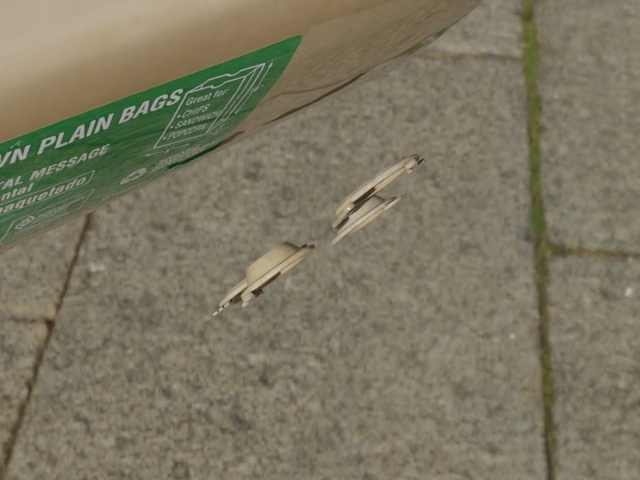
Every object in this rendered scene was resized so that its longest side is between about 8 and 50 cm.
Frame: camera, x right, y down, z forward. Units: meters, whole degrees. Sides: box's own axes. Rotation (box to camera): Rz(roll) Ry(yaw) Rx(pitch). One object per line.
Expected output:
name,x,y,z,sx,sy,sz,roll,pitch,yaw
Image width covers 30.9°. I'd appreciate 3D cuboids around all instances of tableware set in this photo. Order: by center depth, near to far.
tableware set,0.000,0.000,0.753,0.169,0.141,0.020,-36,86,-7

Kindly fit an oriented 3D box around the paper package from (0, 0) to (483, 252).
paper package,-0.114,-0.171,0.429,0.325,0.168,0.309,-27,80,-34
